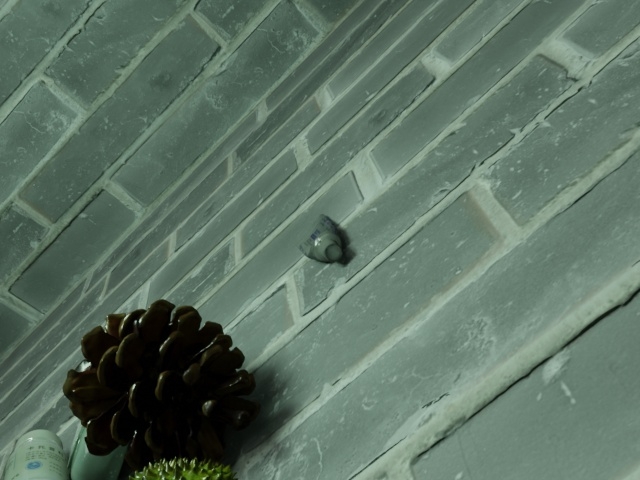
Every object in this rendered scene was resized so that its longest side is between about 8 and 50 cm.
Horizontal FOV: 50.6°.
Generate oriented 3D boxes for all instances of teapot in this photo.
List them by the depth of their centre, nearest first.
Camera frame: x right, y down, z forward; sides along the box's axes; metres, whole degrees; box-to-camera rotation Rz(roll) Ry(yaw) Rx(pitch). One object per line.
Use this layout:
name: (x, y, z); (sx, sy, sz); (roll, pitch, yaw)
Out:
teapot: (-0.545, 0.519, 1.662); (0.193, 0.129, 0.294); (-152, 80, -79)

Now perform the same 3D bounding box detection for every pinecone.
pinecone: (-0.296, 0.307, 1.369); (0.384, 0.384, 0.384); (-37, 27, 23)

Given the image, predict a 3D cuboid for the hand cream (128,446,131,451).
hand cream: (-0.383, 0.420, 1.681); (0.256, 0.055, 0.088); (-56, 15, -19)

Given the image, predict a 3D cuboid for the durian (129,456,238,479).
durian: (-0.241, 0.498, 1.119); (0.291, 0.225, 0.291); (-12, 69, 36)

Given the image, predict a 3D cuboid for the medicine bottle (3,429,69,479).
medicine bottle: (-0.779, 0.651, 1.860); (0.170, 0.170, 0.293); (-50, 24, -3)

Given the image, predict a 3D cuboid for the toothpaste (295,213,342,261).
toothpaste: (0.002, -0.001, 1.658); (0.099, 0.068, 0.282); (-22, 17, -8)
